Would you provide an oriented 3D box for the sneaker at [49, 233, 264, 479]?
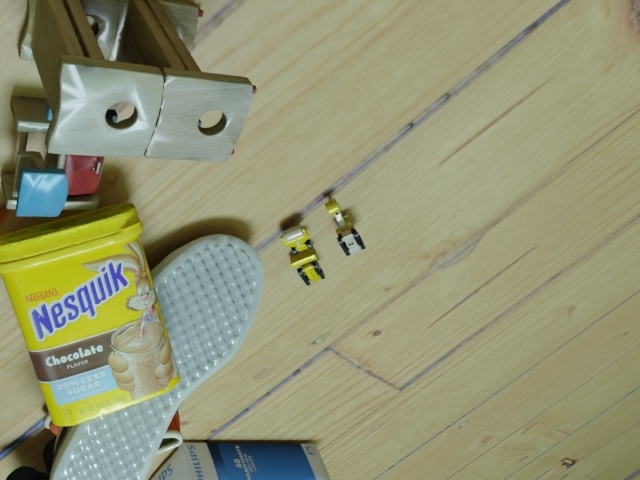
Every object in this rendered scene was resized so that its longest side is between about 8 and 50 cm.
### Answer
[{"bbox_3d":[-0.183,0.127,0.753,0.126,0.127,0.321,35,85,-20],"label":"sneaker"}]

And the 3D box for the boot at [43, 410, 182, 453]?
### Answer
[{"bbox_3d":[-0.239,0.218,0.835,0.158,0.084,0.059,0,134,-31],"label":"boot"}]

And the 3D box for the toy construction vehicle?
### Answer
[{"bbox_3d":[0.000,0.000,0.798,0.086,0.035,0.098,-24,140,10],"label":"toy construction vehicle"}]

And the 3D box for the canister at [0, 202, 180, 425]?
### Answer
[{"bbox_3d":[-0.203,0.065,0.632,0.126,0.073,0.169,-17,105,-17],"label":"canister"}]

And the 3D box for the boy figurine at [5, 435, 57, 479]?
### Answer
[{"bbox_3d":[-0.311,0.357,0.916,0.177,0.092,0.285,-39,150,-27],"label":"boy figurine"}]

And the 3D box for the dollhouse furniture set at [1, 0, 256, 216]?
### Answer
[{"bbox_3d":[-0.152,-0.076,0.532,0.129,0.129,0.183,0,132,-33],"label":"dollhouse furniture set"}]

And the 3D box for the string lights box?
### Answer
[{"bbox_3d":[-0.126,0.375,1.084,0.260,0.076,0.133,15,125,-42],"label":"string lights box"}]
